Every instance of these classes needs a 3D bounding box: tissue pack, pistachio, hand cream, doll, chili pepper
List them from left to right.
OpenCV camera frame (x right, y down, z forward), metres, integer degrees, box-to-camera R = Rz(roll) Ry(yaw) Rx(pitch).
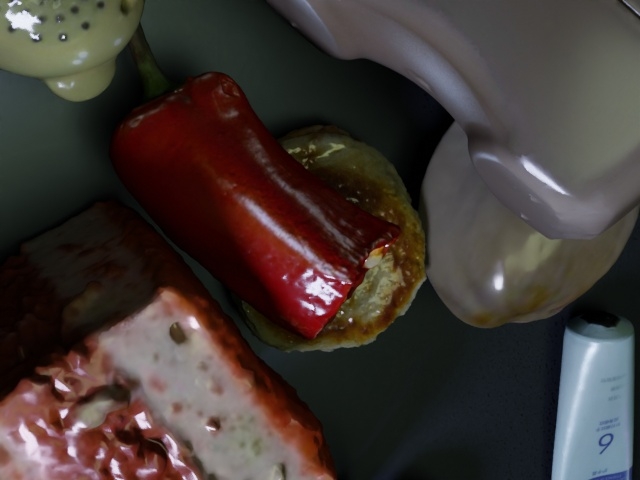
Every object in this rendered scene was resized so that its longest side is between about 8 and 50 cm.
[{"bbox_3d":[-0.198,-0.248,1.007,0.177,0.161,0.260,24,92,-28],"label":"doll"},{"bbox_3d":[-0.100,-0.065,1.091,0.338,0.134,0.131,43,129,3],"label":"chili pepper"},{"bbox_3d":[0.153,-0.207,1.048,0.387,0.267,0.277,40,92,8],"label":"tissue pack"},{"bbox_3d":[0.198,-0.051,1.235,0.197,0.166,0.288,25,83,-1],"label":"pistachio"},{"bbox_3d":[0.289,0.222,1.415,0.109,0.067,0.320,-12,116,-21],"label":"hand cream"}]

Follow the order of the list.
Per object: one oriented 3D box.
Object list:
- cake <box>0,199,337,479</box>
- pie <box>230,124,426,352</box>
[{"bbox_3d":[-0.191,0.160,1.066,0.319,0.270,0.269,-41,116,-9],"label":"cake"},{"bbox_3d":[0.000,0.000,1.196,0.179,0.084,0.205,-13,95,-14],"label":"pie"}]
